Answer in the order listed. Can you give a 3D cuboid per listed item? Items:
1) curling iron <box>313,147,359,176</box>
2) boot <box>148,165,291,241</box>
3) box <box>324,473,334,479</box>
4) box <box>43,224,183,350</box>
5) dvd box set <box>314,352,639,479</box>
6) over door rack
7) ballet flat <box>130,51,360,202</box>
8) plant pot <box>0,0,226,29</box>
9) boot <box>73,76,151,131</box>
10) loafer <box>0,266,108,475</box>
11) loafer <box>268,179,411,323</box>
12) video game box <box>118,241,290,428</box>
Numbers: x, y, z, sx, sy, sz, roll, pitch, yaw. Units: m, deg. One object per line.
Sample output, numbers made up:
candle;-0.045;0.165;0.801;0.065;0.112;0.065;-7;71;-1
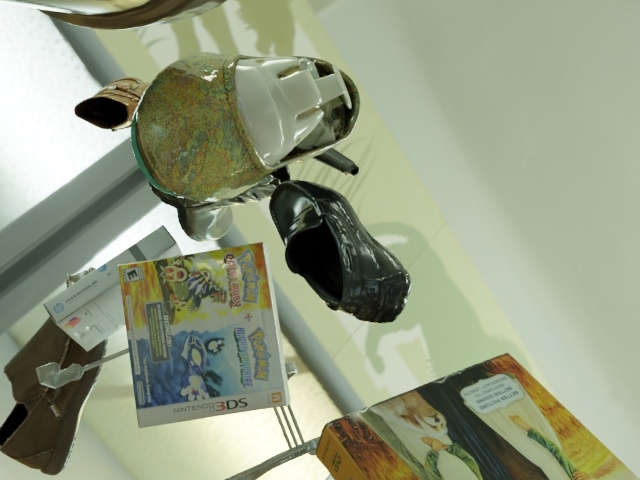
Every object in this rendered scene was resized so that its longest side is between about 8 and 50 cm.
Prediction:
curling iron;-0.041;-0.134;1.034;0.274;0.068;0.035;34;-56;42
boot;-0.112;-0.059;1.026;0.161;0.084;0.246;-2;-18;10
box;0.033;0.587;1.169;0.318;0.395;0.097;47;-25;-14
box;-0.273;0.070;1.079;0.038;0.186;0.145;49;-14;18
dvd box set;0.232;0.315;0.830;0.420;0.307;0.062;47;-43;39
over door rack;-0.184;0.231;1.040;0.108;0.324;0.240;111;-42;-64
ballet flat;-0.039;-0.115;0.680;0.123;0.348;0.123;3;-77;15
plant pot;-0.198;-0.268;0.447;0.323;0.280;0.323;11;-62;21
boot;-0.416;-0.260;1.558;0.283;0.220;0.109;5;-70;26
loafer;-0.426;0.210;1.216;0.134;0.130;0.366;46;-60;61
loafer;0.000;0.000;0.728;0.223;0.078;0.076;47;-58;49
video game box;-0.143;0.116;0.960;0.048;0.186;0.205;81;0;-84
